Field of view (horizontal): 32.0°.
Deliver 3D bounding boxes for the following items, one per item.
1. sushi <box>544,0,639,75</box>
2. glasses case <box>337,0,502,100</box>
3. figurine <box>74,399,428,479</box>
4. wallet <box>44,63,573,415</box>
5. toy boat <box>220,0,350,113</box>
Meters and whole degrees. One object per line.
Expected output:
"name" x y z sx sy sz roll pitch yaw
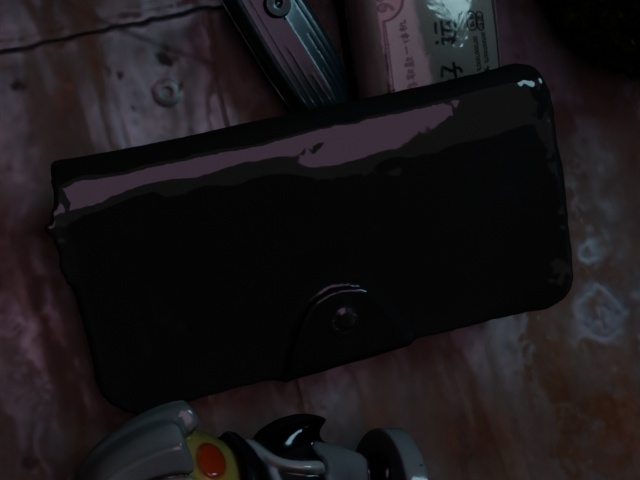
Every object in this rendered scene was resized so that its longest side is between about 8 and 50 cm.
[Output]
"sushi" 0.340 -0.298 0.922 0.351 0.178 0.294 -14 86 -15
"glasses case" 0.073 -0.206 0.880 0.122 0.075 0.315 -7 89 -17
"figurine" -0.054 0.201 0.772 0.236 0.133 0.176 5 80 -20
"wallet" 0.000 0.000 0.817 0.377 0.051 0.197 -13 105 -11
"toy boat" -0.018 -0.139 0.857 0.055 0.060 0.141 -37 103 -17
